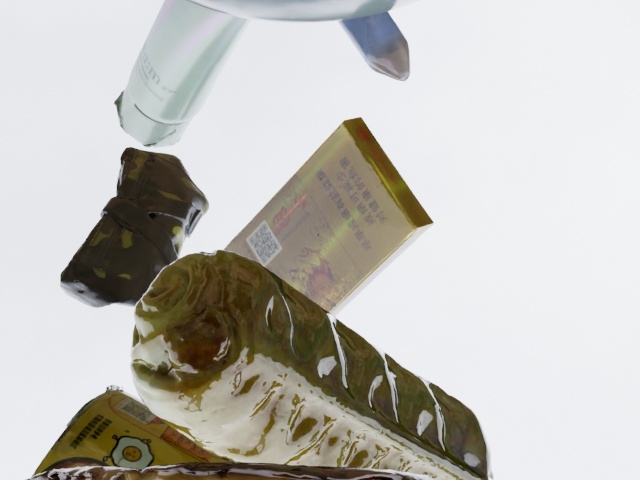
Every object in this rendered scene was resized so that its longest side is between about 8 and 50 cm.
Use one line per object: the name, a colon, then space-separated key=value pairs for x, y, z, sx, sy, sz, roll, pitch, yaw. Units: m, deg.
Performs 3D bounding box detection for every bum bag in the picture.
bum bag: x=-0.175 y=-0.012 z=1.650 sx=0.107 sy=0.060 sz=0.232 roll=29 pitch=-137 yaw=-7

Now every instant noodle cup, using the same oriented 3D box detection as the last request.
instant noodle cup: x=-0.122 y=0.194 z=1.128 sx=0.144 sy=0.182 sz=0.182 roll=34 pitch=-145 yaw=9

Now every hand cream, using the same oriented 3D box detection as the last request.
hand cream: x=-0.074 y=-0.126 z=1.004 sx=0.050 sy=0.205 sz=0.078 roll=-9 pitch=-114 yaw=-27

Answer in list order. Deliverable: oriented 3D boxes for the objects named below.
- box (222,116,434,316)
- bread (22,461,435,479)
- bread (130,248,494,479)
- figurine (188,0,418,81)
box: x=0.000 y=0.000 z=1.087 sx=0.022 sy=0.156 sz=0.089 roll=-15 pitch=-115 yaw=-47
bread: x=-0.035 y=0.150 z=0.693 sx=0.199 sy=0.104 sz=0.199 roll=3 pitch=166 yaw=1
bread: x=-0.004 y=0.091 z=0.924 sx=0.269 sy=0.098 sz=0.087 roll=37 pitch=-176 yaw=-44
figurine: x=0.028 y=-0.269 z=0.630 sx=0.205 sy=0.381 sz=0.224 roll=0 pitch=158 yaw=36
